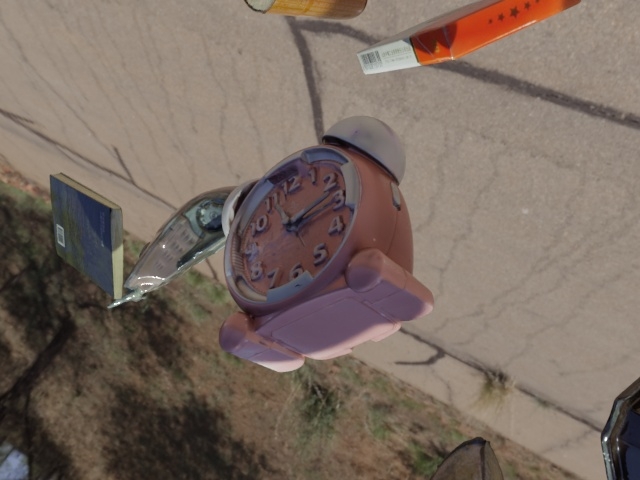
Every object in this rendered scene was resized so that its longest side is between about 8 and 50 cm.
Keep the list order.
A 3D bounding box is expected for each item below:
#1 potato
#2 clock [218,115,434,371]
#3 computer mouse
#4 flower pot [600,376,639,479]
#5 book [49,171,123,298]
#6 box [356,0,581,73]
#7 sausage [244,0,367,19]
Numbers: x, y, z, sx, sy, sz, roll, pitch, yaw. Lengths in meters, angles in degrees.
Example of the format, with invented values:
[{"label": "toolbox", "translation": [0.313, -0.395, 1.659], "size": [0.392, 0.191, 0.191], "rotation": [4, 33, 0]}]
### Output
[{"label": "potato", "translation": [0.204, 0.424, 0.797], "size": [0.120, 0.261, 0.100], "rotation": [-26, 115, 32]}, {"label": "clock", "translation": [0.000, 0.000, 0.424], "size": [0.166, 0.162, 0.092], "rotation": [-28, 141, 28]}, {"label": "computer mouse", "translation": [-0.274, -0.002, 1.133], "size": [0.115, 0.389, 0.199], "rotation": [55, 175, 2]}, {"label": "flower pot", "translation": [0.443, 0.211, 0.647], "size": [0.084, 0.250, 0.179], "rotation": [26, 142, 58]}, {"label": "book", "translation": [-0.401, -0.013, 0.965], "size": [0.228, 0.024, 0.160], "rotation": [23, 116, 39]}, {"label": "box", "translation": [0.137, -0.222, 0.597], "size": [0.035, 0.139, 0.245], "rotation": [67, 174, -17]}, {"label": "sausage", "translation": [-0.003, -0.150, 0.340], "size": [0.031, 0.107, 0.031], "rotation": [13, 113, 34]}]
